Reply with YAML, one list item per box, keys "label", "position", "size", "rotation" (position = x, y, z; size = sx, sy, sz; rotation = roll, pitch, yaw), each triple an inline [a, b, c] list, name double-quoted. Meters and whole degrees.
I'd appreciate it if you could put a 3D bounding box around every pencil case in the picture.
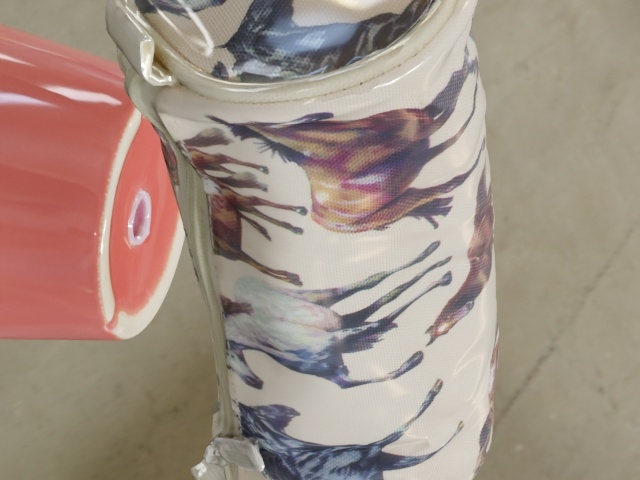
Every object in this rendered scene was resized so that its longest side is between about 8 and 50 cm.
- label: "pencil case"
  position: [0.000, 0.000, 0.890]
  size: [0.183, 0.410, 0.160]
  rotation: [-36, 56, -19]

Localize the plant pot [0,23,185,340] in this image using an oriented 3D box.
- label: "plant pot"
  position: [-0.240, -0.040, 1.299]
  size: [0.243, 0.275, 0.275]
  rotation: [10, 52, 13]
